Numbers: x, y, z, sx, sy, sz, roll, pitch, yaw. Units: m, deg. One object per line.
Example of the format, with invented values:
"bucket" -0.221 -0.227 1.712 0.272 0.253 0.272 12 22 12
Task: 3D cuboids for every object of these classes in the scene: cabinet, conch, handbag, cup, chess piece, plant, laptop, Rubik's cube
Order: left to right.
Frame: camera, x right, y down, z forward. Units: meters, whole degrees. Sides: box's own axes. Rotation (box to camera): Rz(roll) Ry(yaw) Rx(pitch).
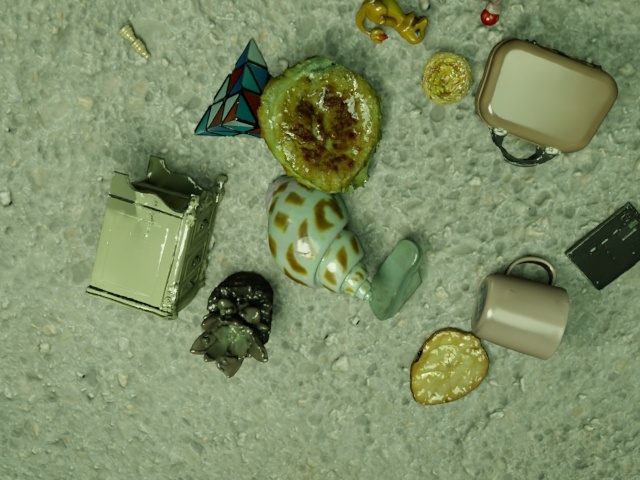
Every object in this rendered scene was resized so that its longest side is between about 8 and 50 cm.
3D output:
"chess piece" -0.454 -0.486 1.757 0.035 0.035 0.092 -37 106 14
"cabinet" -0.393 -0.018 1.774 0.227 0.290 0.318 17 106 3
"plant" -0.218 0.202 1.818 0.194 0.321 0.182 2 107 1
"Rubik's cube" -0.148 -0.374 1.753 0.249 0.284 0.234 5 88 -24
"conch" -0.001 -0.001 1.805 0.368 0.197 0.249 43 89 -13
"cup" 0.514 0.159 1.839 0.200 0.191 0.253 16 79 2
"handbag" 0.511 -0.313 1.690 0.301 0.149 0.283 19 106 -4
"laptop" 0.760 0.020 1.844 0.207 0.026 0.154 -41 101 15

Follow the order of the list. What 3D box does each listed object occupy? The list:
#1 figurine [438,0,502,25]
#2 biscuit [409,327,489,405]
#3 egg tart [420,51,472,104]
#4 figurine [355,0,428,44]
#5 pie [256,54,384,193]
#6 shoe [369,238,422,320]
"figurine" 0.389 -0.643 1.604 0.186 0.176 0.288 -7 134 -37
"biscuit" 0.347 0.357 1.980 0.203 0.041 0.260 33 108 -10
"egg tart" 0.304 -0.393 1.728 0.128 0.049 0.129 -1 106 -2
"figurine" 0.164 -0.513 1.684 0.176 0.121 0.122 26 137 -15
"pie" 0.013 -0.266 1.700 0.354 0.103 0.288 32 84 -28
"shoe" 0.212 0.101 1.881 0.100 0.103 0.251 -6 132 -39
